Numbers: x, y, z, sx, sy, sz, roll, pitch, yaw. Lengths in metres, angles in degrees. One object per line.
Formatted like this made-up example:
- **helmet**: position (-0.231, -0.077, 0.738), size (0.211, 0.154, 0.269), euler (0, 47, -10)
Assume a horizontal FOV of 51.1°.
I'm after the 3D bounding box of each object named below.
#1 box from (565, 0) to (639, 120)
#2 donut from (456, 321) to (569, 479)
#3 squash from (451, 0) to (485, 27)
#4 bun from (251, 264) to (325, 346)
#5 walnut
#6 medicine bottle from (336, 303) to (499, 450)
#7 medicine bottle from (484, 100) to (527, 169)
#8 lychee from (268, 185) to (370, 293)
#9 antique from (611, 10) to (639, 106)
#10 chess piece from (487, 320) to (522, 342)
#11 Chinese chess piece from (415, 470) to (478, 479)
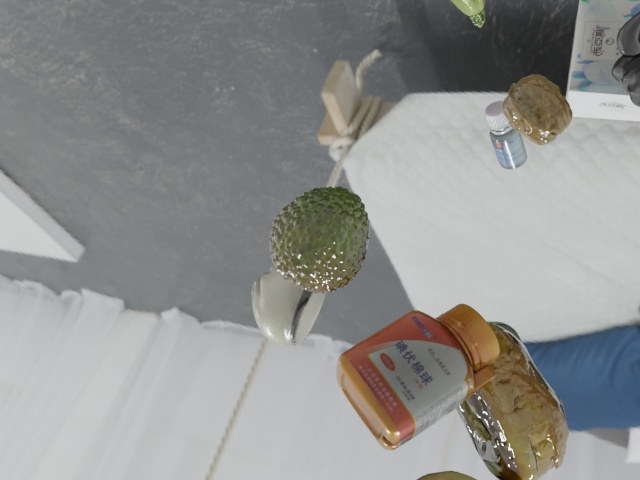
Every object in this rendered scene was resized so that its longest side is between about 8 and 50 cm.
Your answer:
- **box**: position (0.681, -0.421, 1.532), size (0.203, 0.274, 0.116), euler (9, 163, 17)
- **donut**: position (0.342, 0.301, 1.259), size (0.160, 0.330, 0.330), euler (-25, 144, -2)
- **squash**: position (0.344, -0.602, 1.630), size (0.094, 0.094, 0.224), euler (-5, 147, 42)
- **bun**: position (-0.064, 0.104, 1.221), size (0.120, 0.172, 0.172), euler (20, 153, 13)
- **walnut**: position (0.293, -0.178, 0.910), size (0.096, 0.083, 0.079), euler (50, 140, 11)
- **medicine bottle**: position (0.150, 0.191, 1.006), size (0.149, 0.222, 0.112), euler (52, 161, 25)
- **medicine bottle**: position (0.521, -0.297, 1.887), size (0.084, 0.083, 0.203), euler (2, 140, 34)
- **lychee**: position (0.000, 0.000, 0.744), size (0.114, 0.114, 0.146), euler (27, 137, -9)
- **antique**: position (0.680, -0.369, 1.184), size (0.185, 0.322, 0.255), euler (46, 169, -11)
- **chess piece**: position (0.374, 0.281, 1.682), size (0.139, 0.139, 0.272), euler (29, 160, -13)
- **Chinese chess piece**: position (0.259, 0.597, 1.365), size (0.251, 0.250, 0.097), euler (3, 130, 33)
